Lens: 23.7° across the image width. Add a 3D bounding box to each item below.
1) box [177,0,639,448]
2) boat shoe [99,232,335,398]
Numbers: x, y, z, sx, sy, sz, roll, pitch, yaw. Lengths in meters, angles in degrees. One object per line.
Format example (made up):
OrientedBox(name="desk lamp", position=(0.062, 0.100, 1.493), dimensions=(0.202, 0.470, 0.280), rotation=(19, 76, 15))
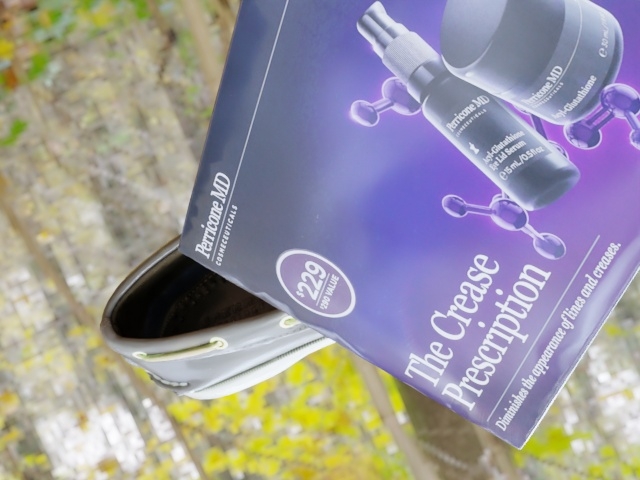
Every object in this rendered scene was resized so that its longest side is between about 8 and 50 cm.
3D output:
OrientedBox(name="box", position=(0.061, -0.058, 0.611), dimensions=(0.103, 0.184, 0.261), rotation=(-50, 167, -39))
OrientedBox(name="boat shoe", position=(0.001, 0.004, 0.944), dimensions=(0.305, 0.109, 0.091), rotation=(-30, 149, 19))
